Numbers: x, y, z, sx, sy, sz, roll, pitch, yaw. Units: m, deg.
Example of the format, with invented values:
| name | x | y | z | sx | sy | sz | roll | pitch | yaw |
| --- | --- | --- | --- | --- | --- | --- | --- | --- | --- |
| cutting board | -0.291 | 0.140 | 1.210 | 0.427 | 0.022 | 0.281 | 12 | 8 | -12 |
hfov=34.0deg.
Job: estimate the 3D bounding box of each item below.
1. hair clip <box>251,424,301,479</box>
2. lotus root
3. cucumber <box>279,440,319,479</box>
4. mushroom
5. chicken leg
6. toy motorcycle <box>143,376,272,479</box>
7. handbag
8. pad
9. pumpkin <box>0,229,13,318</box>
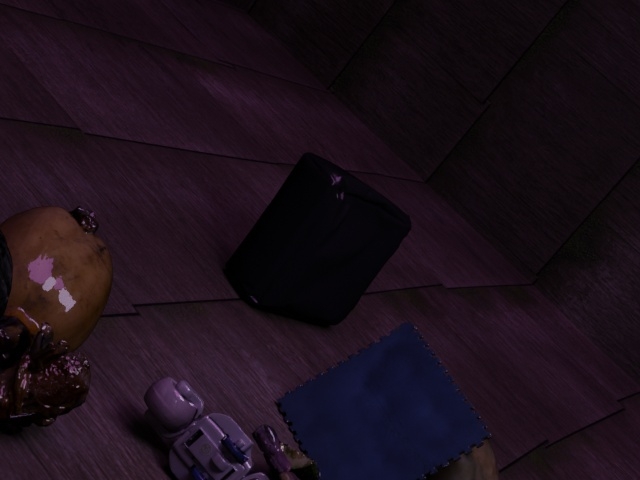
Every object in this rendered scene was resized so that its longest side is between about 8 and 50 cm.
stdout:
| name | x | y | z | sx | sy | sz | roll | pitch | yaw |
| --- | --- | --- | --- | --- | --- | --- | --- | --- | --- |
| hair clip | -0.028 | 0.349 | 1.430 | 0.146 | 0.056 | 0.187 | 44 | -11 | 43 |
| lotus root | -0.374 | 0.073 | 1.370 | 0.182 | 0.183 | 0.310 | 33 | 26 | -14 |
| cucumber | -0.035 | 0.338 | 1.529 | 0.067 | 0.035 | 0.107 | 23 | -27 | 22 |
| mushroom | 0.190 | 0.342 | 1.749 | 0.292 | 0.212 | 0.217 | 35 | 22 | 13 |
| chicken leg | -0.364 | 0.181 | 1.232 | 0.196 | 0.125 | 0.080 | -29 | 46 | -27 |
| toy motorcycle | -0.142 | 0.289 | 1.413 | 0.254 | 0.112 | 0.112 | 48 | 20 | 9 |
| handbag | -0.002 | -0.002 | 2.029 | 0.275 | 0.302 | 0.178 | 20 | 19 | -47 |
| pad | 0.093 | 0.279 | 1.645 | 0.270 | 0.269 | 0.012 | 58 | -6 | 42 |
| pumpkin | -0.461 | 0.045 | 1.199 | 0.220 | 0.220 | 0.162 | -122 | -167 | -45 |
